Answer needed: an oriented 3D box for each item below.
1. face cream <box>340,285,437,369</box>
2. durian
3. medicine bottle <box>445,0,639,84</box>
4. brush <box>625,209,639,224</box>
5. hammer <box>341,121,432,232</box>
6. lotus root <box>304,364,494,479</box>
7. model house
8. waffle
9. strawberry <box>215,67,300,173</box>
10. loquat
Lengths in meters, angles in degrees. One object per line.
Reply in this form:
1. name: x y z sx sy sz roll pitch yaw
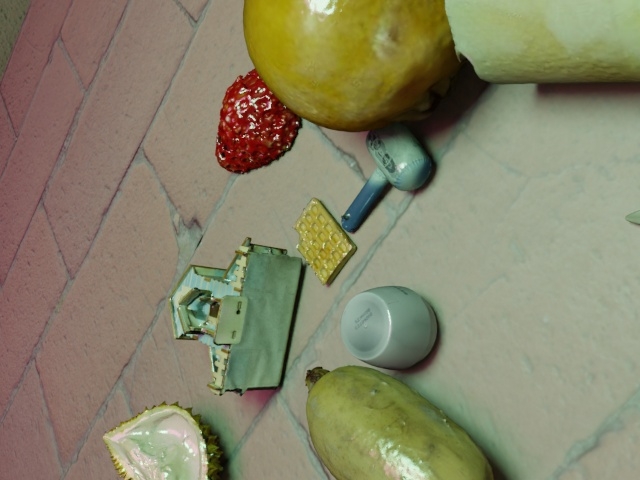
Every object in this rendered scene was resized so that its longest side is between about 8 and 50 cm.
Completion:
1. face cream: 0.094 0.120 0.841 0.117 0.104 0.117 -10 76 44
2. durian: -0.267 0.407 1.130 0.250 0.138 0.183 24 69 36
3. medicine bottle: 0.347 -0.270 0.573 0.406 0.236 0.235 14 92 46
4. brush: 0.444 -0.032 0.573 0.299 0.039 0.042 0 120 47
5. hammer: 0.085 -0.083 0.930 0.194 0.070 0.116 -55 49 33
6. lotus root: 0.077 0.262 0.785 0.151 0.169 0.343 -41 42 -21
7. model house: -0.169 0.122 1.063 0.207 0.178 0.270 12 94 47
8. waffle: 0.000 0.000 1.020 0.092 0.021 0.135 -56 49 22
9. strawberry: -0.147 -0.226 1.153 0.236 0.111 0.190 -43 56 32
10. loquat: 0.055 -0.303 0.824 0.329 0.329 0.328 -11 74 43
